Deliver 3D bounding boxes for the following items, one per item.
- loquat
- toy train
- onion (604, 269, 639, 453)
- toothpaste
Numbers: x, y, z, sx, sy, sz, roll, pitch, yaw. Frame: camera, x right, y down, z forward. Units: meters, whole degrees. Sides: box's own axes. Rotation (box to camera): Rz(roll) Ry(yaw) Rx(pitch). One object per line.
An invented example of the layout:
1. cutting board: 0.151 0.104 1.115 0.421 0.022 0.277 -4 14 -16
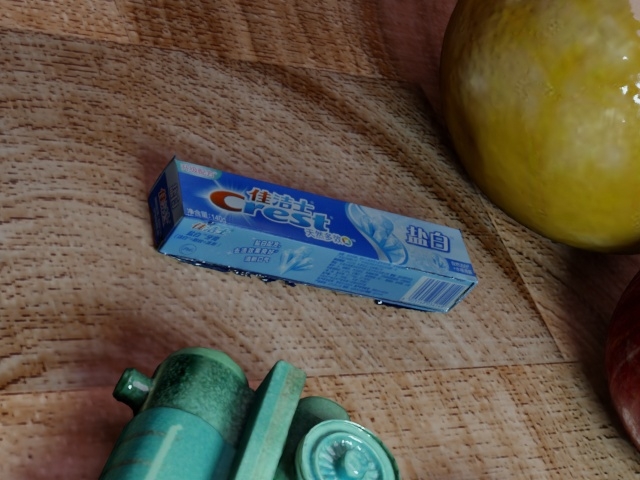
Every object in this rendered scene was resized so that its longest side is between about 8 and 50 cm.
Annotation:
1. loquat: 0.269 -0.148 1.132 0.328 0.328 0.328 22 42 -21
2. toy train: -0.072 0.186 0.693 0.194 0.120 0.298 28 40 -7
3. onion: 0.377 0.106 1.028 0.276 0.276 0.276 22 42 -21
4. toothpaste: 0.000 0.000 0.973 0.272 0.053 0.066 13 46 -29
